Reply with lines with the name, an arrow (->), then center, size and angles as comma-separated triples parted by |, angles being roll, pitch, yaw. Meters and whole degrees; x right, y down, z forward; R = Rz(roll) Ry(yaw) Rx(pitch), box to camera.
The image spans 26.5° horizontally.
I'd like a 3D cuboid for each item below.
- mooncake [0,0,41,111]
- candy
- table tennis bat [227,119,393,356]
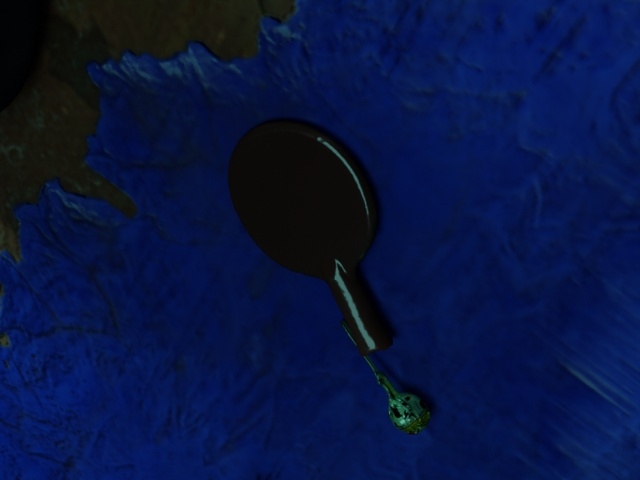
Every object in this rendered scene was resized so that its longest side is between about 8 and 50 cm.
mooncake -> -0.305, -0.164, 0.808 | 0.283, 0.141, 0.283 | 19, 129, 25
candy -> 0.038, 0.082, 0.833 | 0.023, 0.025, 0.083 | -34, 91, -1
table tennis bat -> 0.000, 0.000, 0.802 | 0.098, 0.019, 0.154 | -17, 107, 38
